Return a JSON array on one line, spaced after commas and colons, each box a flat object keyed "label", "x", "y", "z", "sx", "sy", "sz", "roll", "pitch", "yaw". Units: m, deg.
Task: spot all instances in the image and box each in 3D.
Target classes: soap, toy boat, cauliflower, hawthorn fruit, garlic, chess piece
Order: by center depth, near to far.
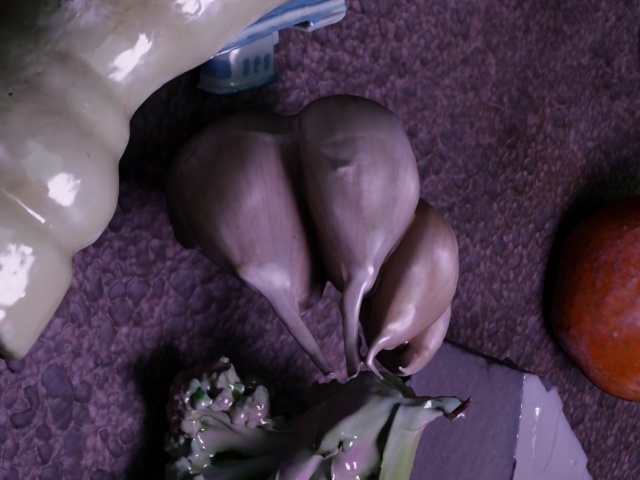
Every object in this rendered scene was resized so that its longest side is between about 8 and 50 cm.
[{"label": "chess piece", "x": -0.165, "y": -0.145, "z": 1.074, "sx": 0.442, "sy": 0.234, "sz": 0.234, "roll": -57, "pitch": 135, "yaw": -13}, {"label": "garlic", "x": 0.000, "y": 0.000, "z": 1.263, "sx": 0.292, "sy": 0.210, "sz": 0.237, "roll": -81, "pitch": 152, "yaw": -76}, {"label": "toy boat", "x": -0.066, "y": -0.163, "z": 1.271, "sx": 0.215, "sy": 0.088, "sz": 0.102, "roll": -25, "pitch": 120, "yaw": -44}, {"label": "cauliflower", "x": 0.006, "y": 0.183, "z": 1.304, "sx": 0.256, "sy": 0.239, "sz": 0.315, "roll": 1, "pitch": 142, "yaw": -49}, {"label": "soap", "x": 0.207, "y": 0.234, "z": 1.622, "sx": 0.302, "sy": 0.159, "sz": 0.257, "roll": 9, "pitch": 90, "yaw": -50}, {"label": "hawthorn fruit", "x": 0.380, "y": 0.054, "z": 1.720, "sx": 0.235, "sy": 0.263, "sz": 0.231, "roll": 45, "pitch": 40, "yaw": -15}]
